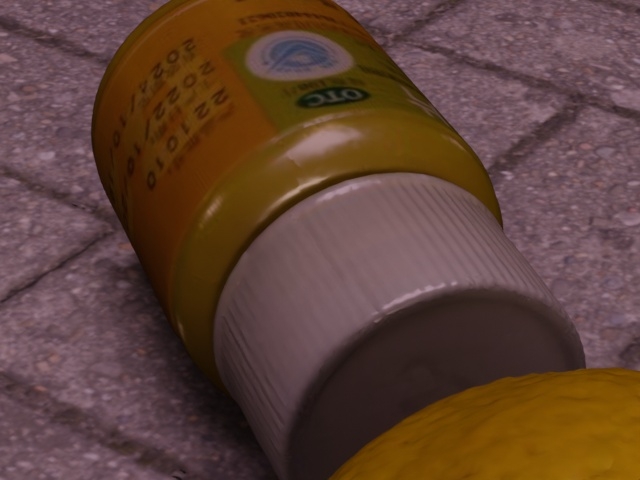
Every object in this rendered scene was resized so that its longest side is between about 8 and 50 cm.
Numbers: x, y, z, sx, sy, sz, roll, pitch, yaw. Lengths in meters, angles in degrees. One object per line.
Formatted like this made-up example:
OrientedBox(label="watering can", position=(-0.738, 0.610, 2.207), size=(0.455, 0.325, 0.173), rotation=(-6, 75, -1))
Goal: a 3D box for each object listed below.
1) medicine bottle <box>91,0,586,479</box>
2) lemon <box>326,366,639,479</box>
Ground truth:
OrientedBox(label="medicine bottle", position=(0.000, 0.000, 1.030), size=(0.224, 0.224, 0.384), rotation=(-10, 35, -17))
OrientedBox(label="lemon", position=(0.103, 0.212, 0.640), size=(0.336, 0.336, 0.336), rotation=(1, 33, -1))
